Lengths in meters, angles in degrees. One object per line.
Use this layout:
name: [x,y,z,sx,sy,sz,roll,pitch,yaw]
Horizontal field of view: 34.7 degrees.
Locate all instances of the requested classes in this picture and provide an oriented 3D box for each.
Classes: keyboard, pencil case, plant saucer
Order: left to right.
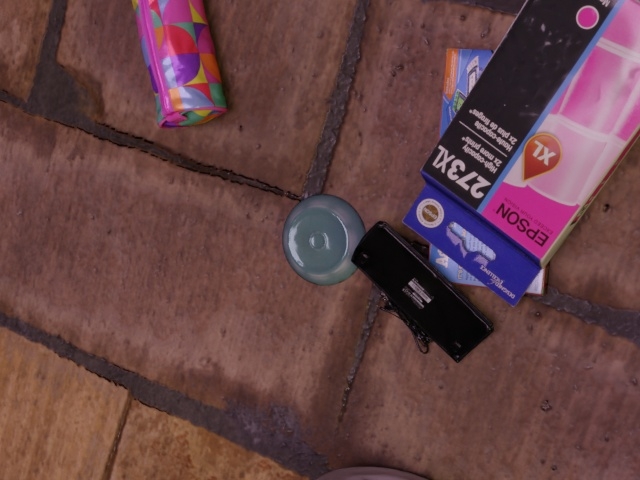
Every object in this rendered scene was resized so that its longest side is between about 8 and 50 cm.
pencil case: [-0.195,-0.266,1.345,0.104,0.104,0.236,-17,88,24]
plant saucer: [0.000,0.000,1.319,0.119,0.021,0.119,2,94,24]
keyboard: [0.119,0.064,1.259,0.192,0.038,0.100,45,123,3]

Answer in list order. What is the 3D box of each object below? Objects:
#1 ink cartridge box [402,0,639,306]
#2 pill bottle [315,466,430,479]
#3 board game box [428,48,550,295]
ink cartridge box: [0.237,-0.112,1.131,0.176,0.069,0.371,39,118,17]
pill bottle: [0.060,0.452,1.243,0.176,0.176,0.318,9,98,23]
board game box: [0.209,-0.083,1.217,0.145,0.027,0.281,7,97,23]
